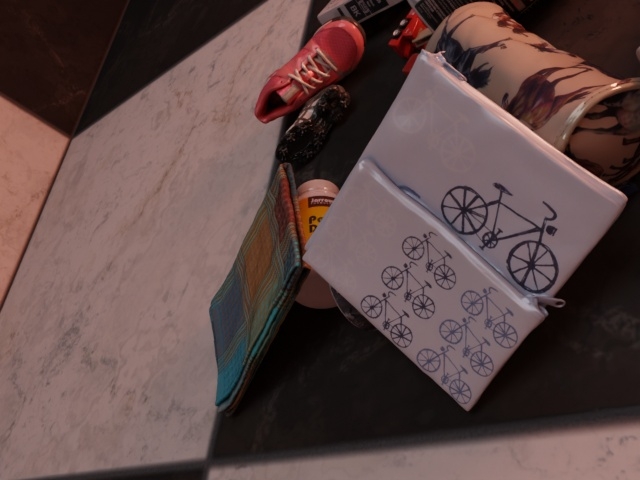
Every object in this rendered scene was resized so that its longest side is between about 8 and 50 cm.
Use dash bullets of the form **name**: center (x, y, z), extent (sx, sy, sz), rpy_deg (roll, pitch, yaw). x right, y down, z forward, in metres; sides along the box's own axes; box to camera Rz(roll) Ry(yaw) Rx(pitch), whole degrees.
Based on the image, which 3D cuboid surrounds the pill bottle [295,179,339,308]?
- **pill bottle**: center (0.000, 0.000, 1.230), extent (0.117, 0.117, 0.215), rpy_deg (-33, 41, 29)

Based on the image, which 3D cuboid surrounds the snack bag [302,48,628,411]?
- **snack bag**: center (0.158, -0.011, 0.906), extent (0.323, 0.037, 0.343), rpy_deg (44, 119, 22)

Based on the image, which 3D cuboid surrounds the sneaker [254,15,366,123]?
- **sneaker**: center (-0.025, -0.335, 1.514), extent (0.313, 0.116, 0.136), rpy_deg (-33, 19, 41)

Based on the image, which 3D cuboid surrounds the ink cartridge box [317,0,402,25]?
- **ink cartridge box**: center (0.154, -0.538, 1.493), extent (0.332, 0.065, 0.165), rpy_deg (-14, 33, 46)

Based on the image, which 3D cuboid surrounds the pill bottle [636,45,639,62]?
- **pill bottle**: center (0.511, -0.277, 0.800), extent (0.301, 0.169, 0.169), rpy_deg (-45, 36, 15)

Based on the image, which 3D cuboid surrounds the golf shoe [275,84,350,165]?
- **golf shoe**: center (-0.018, -0.237, 1.498), extent (0.198, 0.077, 0.094), rpy_deg (-45, 21, 8)

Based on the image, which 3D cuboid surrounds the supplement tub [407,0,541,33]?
- **supplement tub**: center (0.300, -0.464, 1.183), extent (0.316, 0.193, 0.194), rpy_deg (-38, 39, 23)

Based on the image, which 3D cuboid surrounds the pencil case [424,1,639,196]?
- **pencil case**: center (0.295, -0.211, 1.017), extent (0.410, 0.183, 0.160), rpy_deg (-122, 41, -53)

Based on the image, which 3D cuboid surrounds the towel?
- **towel**: center (-0.115, 0.084, 1.248), extent (0.272, 0.040, 0.370), rpy_deg (-103, 33, -47)

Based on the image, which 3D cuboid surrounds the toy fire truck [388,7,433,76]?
- **toy fire truck**: center (0.198, -0.388, 1.370), extent (0.192, 0.047, 0.135), rpy_deg (-56, 35, -2)

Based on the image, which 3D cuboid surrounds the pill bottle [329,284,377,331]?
- **pill bottle**: center (0.139, 0.025, 1.032), extent (0.245, 0.130, 0.131), rpy_deg (-31, 42, 31)
